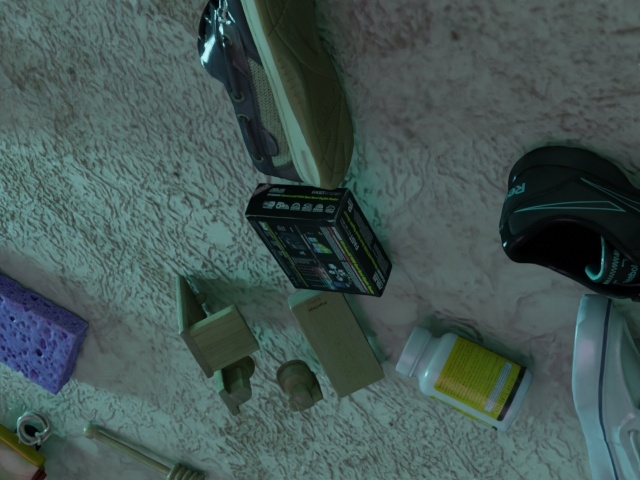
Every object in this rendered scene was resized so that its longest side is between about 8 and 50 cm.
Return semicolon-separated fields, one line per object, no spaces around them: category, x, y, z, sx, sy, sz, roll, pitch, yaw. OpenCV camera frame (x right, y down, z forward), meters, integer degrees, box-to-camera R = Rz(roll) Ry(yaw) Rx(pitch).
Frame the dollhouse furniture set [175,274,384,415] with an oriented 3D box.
dollhouse furniture set;-0.043;0.086;1.177;0.151;0.123;0.144;-27;115;3

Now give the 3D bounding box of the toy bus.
toy bus;-0.400;0.291;1.480;0.202;0.104;0.190;-6;103;10

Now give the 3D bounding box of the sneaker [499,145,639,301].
sneaker;0.263;0.014;0.902;0.268;0.106;0.101;16;130;14

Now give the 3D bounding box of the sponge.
sponge;-0.372;0.085;1.351;0.210;0.031;0.117;30;134;4

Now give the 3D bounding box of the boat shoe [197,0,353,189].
boat shoe;-0.053;-0.160;0.935;0.092;0.102;0.285;-2;130;24

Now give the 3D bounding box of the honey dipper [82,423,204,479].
honey dipper;-0.215;0.261;1.410;0.161;0.030;0.030;23;133;13

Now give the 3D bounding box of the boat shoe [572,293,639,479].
boat shoe;0.273;0.144;1.020;0.084;0.095;0.258;-1;136;24

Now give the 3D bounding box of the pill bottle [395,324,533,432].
pill bottle;0.131;0.124;1.087;0.116;0.065;0.065;25;133;7

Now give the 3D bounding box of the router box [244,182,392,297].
router box;0.000;0.000;1.049;0.092;0.038;0.122;6;148;29
